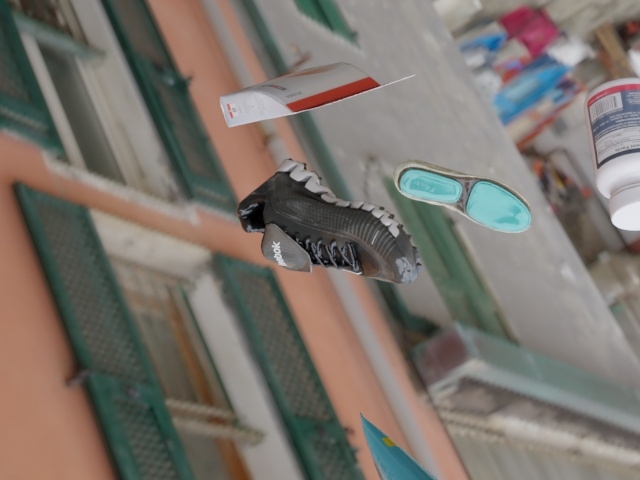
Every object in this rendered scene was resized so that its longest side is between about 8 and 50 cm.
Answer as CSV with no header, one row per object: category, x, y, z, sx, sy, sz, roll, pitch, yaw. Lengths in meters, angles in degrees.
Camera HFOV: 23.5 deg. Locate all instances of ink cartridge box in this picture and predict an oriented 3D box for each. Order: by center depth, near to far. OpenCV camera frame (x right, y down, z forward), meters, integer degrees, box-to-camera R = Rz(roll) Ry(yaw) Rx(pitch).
ink cartridge box,-0.005,-0.174,1.740,0.145,0.045,0.179,-23,-172,-41

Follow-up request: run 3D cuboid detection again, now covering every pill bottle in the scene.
pill bottle,0.405,-0.110,1.991,0.108,0.180,0.108,-3,153,-1

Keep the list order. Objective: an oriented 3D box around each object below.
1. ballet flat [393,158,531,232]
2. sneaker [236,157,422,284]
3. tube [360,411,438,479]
ballet flat,0.164,-0.058,1.750,0.168,0.052,0.057,21,110,-7
sneaker,0.000,0.000,1.518,0.106,0.234,0.078,-33,131,-23
tube,0.085,0.229,1.389,0.052,0.207,0.080,-20,113,-16
